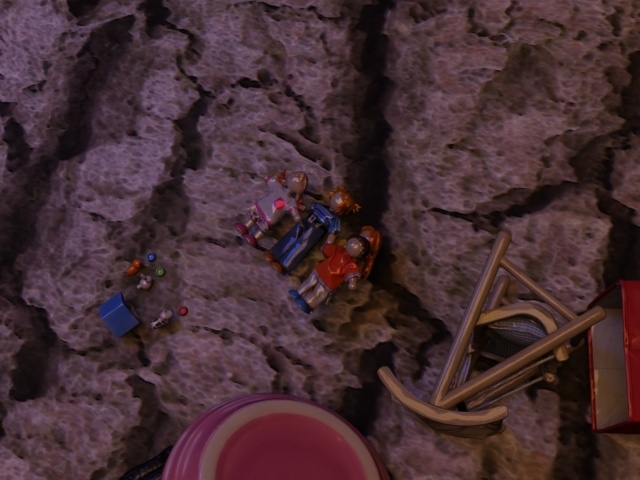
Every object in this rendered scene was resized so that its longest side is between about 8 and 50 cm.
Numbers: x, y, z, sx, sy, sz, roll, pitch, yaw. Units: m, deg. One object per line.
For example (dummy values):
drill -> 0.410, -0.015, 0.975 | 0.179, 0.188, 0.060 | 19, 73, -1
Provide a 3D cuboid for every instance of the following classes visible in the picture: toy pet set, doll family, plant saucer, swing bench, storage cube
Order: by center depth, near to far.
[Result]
storage cube -> 0.471, 0.158, 1.215 | 0.193, 0.215, 0.184 | 1, 74, 4
plant saucer -> -0.046, 0.341, 1.232 | 0.332, 0.084, 0.332 | 11, 48, -13
swing bench -> 0.223, 0.159, 1.232 | 0.165, 0.253, 0.255 | 41, 86, 17
doll family -> 0.000, 0.000, 1.406 | 0.163, 0.118, 0.263 | -44, 54, 3
toy pet set -> -0.289, 0.089, 1.443 | 0.114, 0.065, 0.122 | -35, 72, -1

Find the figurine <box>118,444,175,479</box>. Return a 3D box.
figurine -> -0.265, 0.420, 1.286 | 0.209, 0.092, 0.215 | -26, 39, -3
